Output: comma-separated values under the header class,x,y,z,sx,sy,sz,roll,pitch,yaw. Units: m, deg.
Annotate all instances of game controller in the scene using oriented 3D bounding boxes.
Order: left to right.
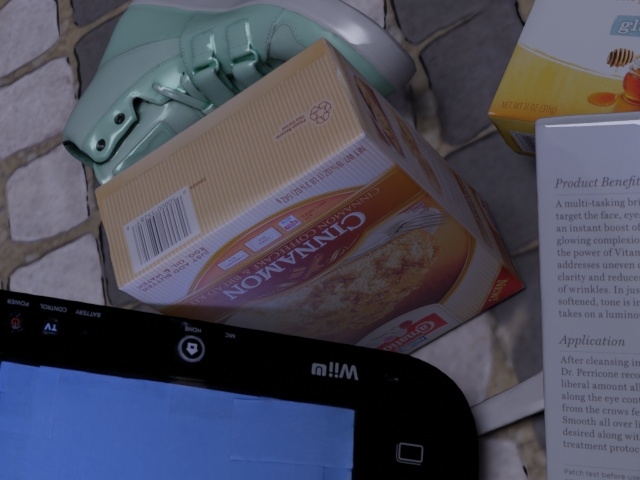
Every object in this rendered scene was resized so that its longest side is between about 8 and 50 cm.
class,x,y,z,sx,sy,sz,roll,pitch,yaw
game controller,-0.071,0.119,0.604,0.067,0.319,0.166,163,115,-68

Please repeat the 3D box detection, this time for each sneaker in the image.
class,x,y,z,sx,sy,sz,roll,pitch,yaw
sneaker,-0.060,-0.077,0.802,0.256,0.094,0.151,12,69,46

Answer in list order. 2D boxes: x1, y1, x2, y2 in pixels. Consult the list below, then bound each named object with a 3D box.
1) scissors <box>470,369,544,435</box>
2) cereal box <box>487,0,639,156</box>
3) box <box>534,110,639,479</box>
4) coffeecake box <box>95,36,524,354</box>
class,x,y,z,sx,sy,sz,roll,pitch,yaw
scissors,0.146,0.069,0.649,0.297,0.021,0.109,-39,53,10
cereal box,0.210,-0.147,0.685,0.173,0.047,0.240,11,69,36
box,0.158,0.030,0.553,0.091,0.130,0.170,-1,93,30
coffeecake box,0.000,0.000,0.670,0.142,0.185,0.068,-32,53,17
